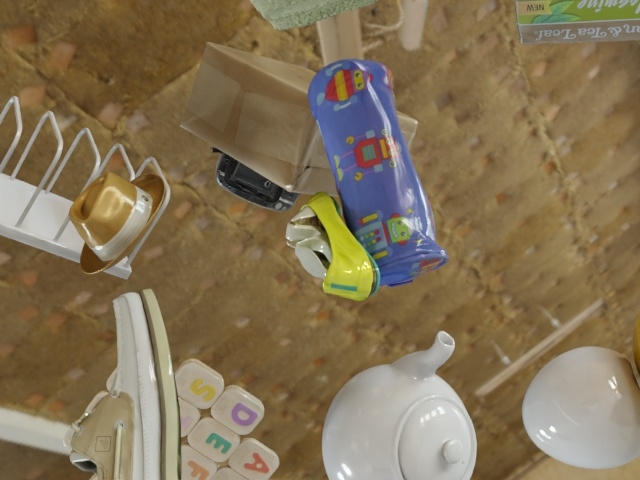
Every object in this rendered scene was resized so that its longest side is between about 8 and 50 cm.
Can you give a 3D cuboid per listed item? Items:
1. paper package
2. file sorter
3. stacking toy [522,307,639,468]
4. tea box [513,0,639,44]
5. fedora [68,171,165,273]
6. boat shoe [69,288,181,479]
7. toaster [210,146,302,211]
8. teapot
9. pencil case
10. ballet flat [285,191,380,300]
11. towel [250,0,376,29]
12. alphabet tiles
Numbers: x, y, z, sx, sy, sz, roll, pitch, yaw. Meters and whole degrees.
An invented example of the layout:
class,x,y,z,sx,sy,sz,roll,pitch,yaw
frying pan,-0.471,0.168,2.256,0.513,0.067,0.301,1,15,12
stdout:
class,x,y,z,sx,sy,sz,roll,pitch,yaw
paper package,-0.036,-0.212,1.446,0.310,0.325,0.168,1,-66,-50
file sorter,-0.423,-0.094,1.328,0.278,0.193,0.173,24,-73,-34
stacking toy,0.413,0.087,0.722,0.480,0.350,0.350,-21,-29,18
tea box,0.419,-0.448,1.012,0.220,0.329,0.323,-66,-33,-36
fedora,-0.318,-0.043,1.181,0.194,0.194,0.079,-42,-57,10
boat shoe,-0.179,0.186,0.734,0.103,0.302,0.113,-8,-29,-10
toaster,-0.146,-0.160,1.763,0.227,0.146,0.129,22,-78,-14
teapot,0.138,0.306,1.164,0.252,0.187,0.256,-45,-72,-27
pencil case,0.070,-0.086,1.026,0.120,0.306,0.133,-14,-20,-1
ballet flat,0.000,0.000,0.982,0.077,0.231,0.077,-2,-62,-19
towel,-0.006,-0.289,0.930,0.148,0.027,0.110,-12,-12,20
alphabet tiles,-0.216,0.308,1.150,0.278,0.021,0.284,36,-78,-12
